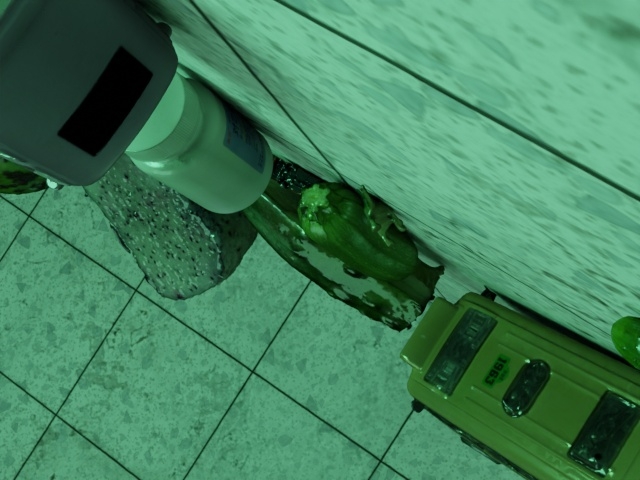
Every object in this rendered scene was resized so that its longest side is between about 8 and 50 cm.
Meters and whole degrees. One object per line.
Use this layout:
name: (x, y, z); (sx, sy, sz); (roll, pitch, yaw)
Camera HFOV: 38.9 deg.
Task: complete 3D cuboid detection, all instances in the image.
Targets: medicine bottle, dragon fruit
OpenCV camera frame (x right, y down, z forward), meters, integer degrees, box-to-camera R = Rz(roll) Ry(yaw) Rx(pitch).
medicine bottle: (-0.128, -0.098, 0.900); (0.103, 0.102, 0.187); (32, 178, 26)
dragon fruit: (-0.182, -0.079, 1.292); (0.221, 0.204, 0.283); (-10, 121, 47)

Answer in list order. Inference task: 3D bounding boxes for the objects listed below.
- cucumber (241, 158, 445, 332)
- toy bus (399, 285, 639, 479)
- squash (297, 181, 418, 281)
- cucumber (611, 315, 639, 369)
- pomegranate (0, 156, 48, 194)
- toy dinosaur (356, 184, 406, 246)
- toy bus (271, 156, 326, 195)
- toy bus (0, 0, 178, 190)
cucumber: (-0.002, 0.002, 1.161); (0.325, 0.105, 0.145); (36, -149, -3)
toy bus: (0.264, 0.191, 1.004); (0.202, 0.177, 0.365); (38, 172, -40)
squash: (0.041, -0.008, 1.013); (0.077, 0.068, 0.219); (8, 163, 34)
cucumber: (0.236, 0.084, 0.544); (0.155, 0.037, 0.037); (31, 178, 44)
pomegranate: (-0.385, -0.173, 1.077); (0.254, 0.270, 0.254); (49, 154, 35)
toy dinosaur: (0.051, -0.033, 0.904); (0.060, 0.029, 0.120); (51, -174, 30)
toy bus: (-0.012, -0.063, 1.085); (0.110, 0.031, 0.043); (31, -175, 29)
toy bus: (-0.191, -0.125, 0.578); (0.142, 0.142, 0.202); (33, 178, 18)
